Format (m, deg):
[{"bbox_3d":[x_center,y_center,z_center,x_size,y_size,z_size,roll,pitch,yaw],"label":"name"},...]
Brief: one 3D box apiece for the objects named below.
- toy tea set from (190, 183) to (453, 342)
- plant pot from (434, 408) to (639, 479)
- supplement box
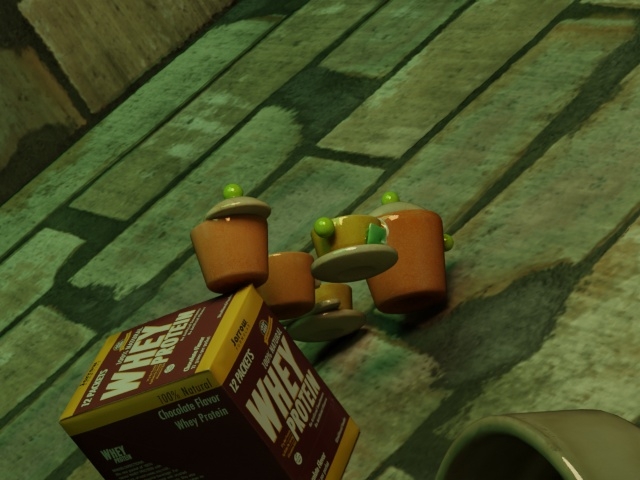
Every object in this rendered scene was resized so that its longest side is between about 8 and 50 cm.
[{"bbox_3d":[0.000,0.000,1.892,0.200,0.336,0.124,-17,70,18],"label":"toy tea set"},{"bbox_3d":[0.241,0.240,1.045,0.280,0.323,0.323,-5,16,-17],"label":"plant pot"},{"bbox_3d":[-0.104,0.176,1.807,0.191,0.194,0.129,-21,27,32],"label":"supplement box"}]
